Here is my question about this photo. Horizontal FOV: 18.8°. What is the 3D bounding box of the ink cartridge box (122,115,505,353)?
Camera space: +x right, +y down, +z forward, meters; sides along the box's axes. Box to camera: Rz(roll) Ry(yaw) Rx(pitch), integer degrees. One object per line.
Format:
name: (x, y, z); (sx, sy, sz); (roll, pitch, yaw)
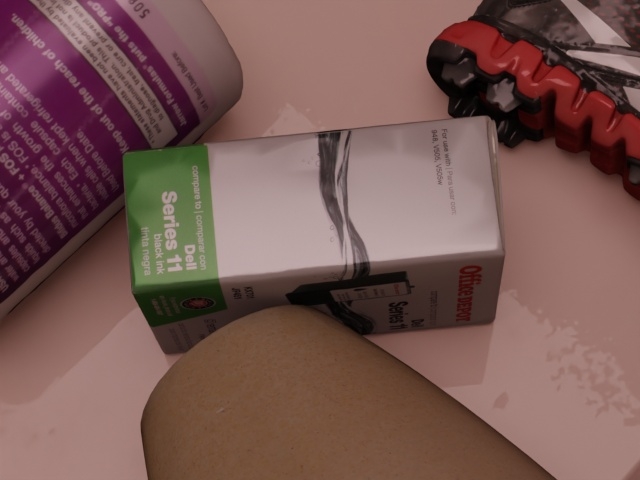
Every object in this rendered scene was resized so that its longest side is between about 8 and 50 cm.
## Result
ink cartridge box: (0.000, 0.000, 1.121); (0.208, 0.153, 0.086); (-6, 72, 1)

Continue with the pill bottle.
pill bottle: (-0.205, -0.050, 1.136); (0.301, 0.169, 0.169); (-43, 76, -12)

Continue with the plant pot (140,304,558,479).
plant pot: (0.021, 0.176, 1.036); (0.256, 0.256, 0.274); (-32, 59, -8)

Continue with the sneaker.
sneaker: (0.207, -0.086, 1.168); (0.276, 0.097, 0.135); (31, 78, 13)
